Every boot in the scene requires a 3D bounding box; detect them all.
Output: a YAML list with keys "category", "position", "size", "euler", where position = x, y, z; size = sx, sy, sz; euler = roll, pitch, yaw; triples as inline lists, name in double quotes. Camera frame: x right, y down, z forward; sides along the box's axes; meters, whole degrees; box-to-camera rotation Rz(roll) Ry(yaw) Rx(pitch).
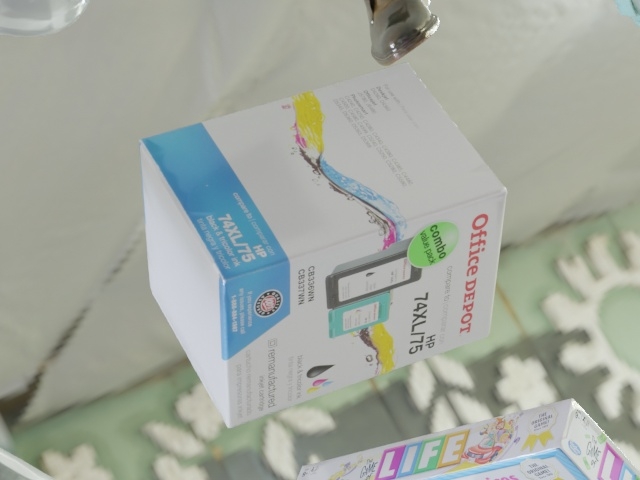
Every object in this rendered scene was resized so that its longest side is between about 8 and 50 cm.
- category: "boot"
  position: [0.062, -0.254, 1.774]
  size: [0.082, 0.106, 0.219]
  euler: [-33, 18, 11]

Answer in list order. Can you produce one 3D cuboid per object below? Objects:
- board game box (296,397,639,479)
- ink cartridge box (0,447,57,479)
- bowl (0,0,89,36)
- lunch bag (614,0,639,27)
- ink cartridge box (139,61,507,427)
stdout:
- category: "board game box"
  position: [0.075, 0.125, 0.750]
  size: [0.154, 0.103, 0.026]
  euler: [-20, 35, 40]
- category: "ink cartridge box"
  position: [-0.150, 0.194, 0.418]
  size: [0.285, 0.166, 0.395]
  euler: [-43, -48, 8]
- category: "bowl"
  position: [-0.282, -0.322, 1.422]
  size: [0.298, 0.298, 0.134]
  euler: [-8, -31, -52]
- category: "lunch bag"
  position: [0.322, -0.362, 1.649]
  size: [0.160, 0.223, 0.262]
  euler: [3, 55, 46]
- category: "ink cartridge box"
  position: [0.000, 0.000, 1.549]
  size: [0.270, 0.197, 0.198]
  euler: [-18, -42, -18]
